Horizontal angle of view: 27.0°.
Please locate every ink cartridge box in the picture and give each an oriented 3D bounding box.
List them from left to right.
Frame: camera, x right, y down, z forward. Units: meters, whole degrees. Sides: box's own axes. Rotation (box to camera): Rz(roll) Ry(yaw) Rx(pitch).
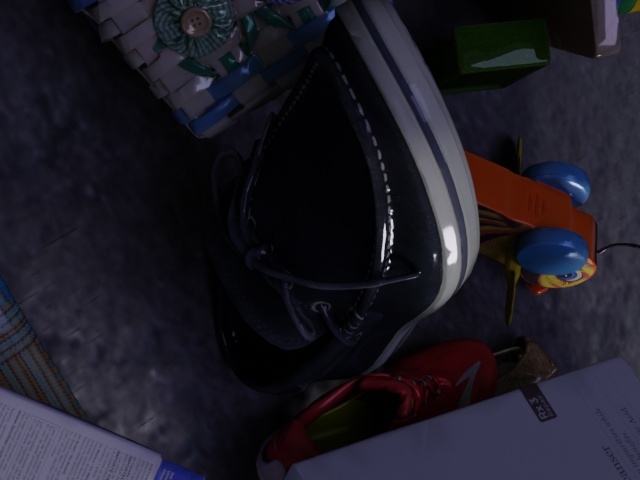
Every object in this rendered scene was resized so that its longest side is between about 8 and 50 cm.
[{"bbox_3d":[-0.246,0.212,1.020,0.311,0.065,0.186,31,75,-38],"label":"ink cartridge box"}]

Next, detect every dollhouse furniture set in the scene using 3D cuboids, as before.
[{"bbox_3d":[0.037,-0.230,1.204,0.301,0.151,0.198,-7,91,-10],"label":"dollhouse furniture set"}]

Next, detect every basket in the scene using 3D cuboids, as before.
[{"bbox_3d":[-0.082,-0.247,1.001,0.254,0.201,0.289,-32,96,8],"label":"basket"}]

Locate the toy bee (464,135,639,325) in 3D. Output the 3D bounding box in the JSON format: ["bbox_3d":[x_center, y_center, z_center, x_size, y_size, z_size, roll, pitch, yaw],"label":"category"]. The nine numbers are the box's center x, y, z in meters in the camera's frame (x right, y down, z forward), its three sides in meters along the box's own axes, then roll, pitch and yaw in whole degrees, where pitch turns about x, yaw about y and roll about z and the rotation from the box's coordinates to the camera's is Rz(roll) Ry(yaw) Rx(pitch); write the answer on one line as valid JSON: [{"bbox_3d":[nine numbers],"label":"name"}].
[{"bbox_3d":[0.219,0.008,1.337,0.298,0.162,0.195,34,58,-4],"label":"toy bee"}]

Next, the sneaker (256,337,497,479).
[{"bbox_3d":[0.072,0.162,1.241,0.279,0.118,0.107,-25,69,-32],"label":"sneaker"}]

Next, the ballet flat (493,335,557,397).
[{"bbox_3d":[0.156,0.163,1.369,0.206,0.073,0.067,-31,88,-32],"label":"ballet flat"}]

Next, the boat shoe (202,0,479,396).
[{"bbox_3d":[0.000,0.000,1.013,0.156,0.500,0.187,-20,71,-16],"label":"boat shoe"}]

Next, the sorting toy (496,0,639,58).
[{"bbox_3d":[0.230,-0.310,1.204,0.089,0.257,0.256,-11,106,-8],"label":"sorting toy"}]

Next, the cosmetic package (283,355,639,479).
[{"bbox_3d":[0.158,0.268,1.186,0.385,0.217,0.156,-14,147,-33],"label":"cosmetic package"}]

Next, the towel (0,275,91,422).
[{"bbox_3d":[-0.317,0.164,1.024,0.271,0.040,0.370,-39,119,-24],"label":"towel"}]
